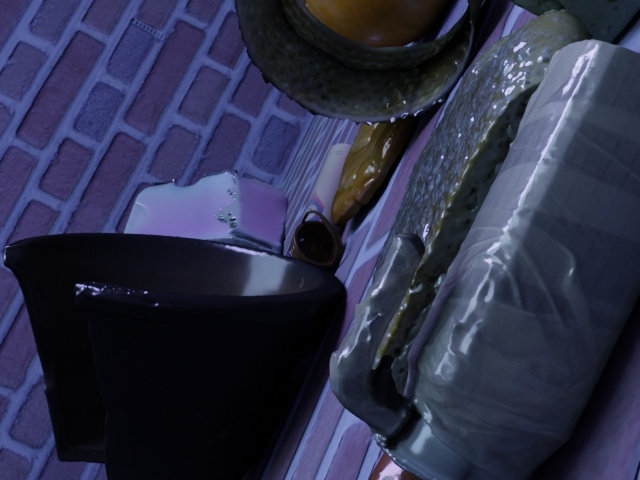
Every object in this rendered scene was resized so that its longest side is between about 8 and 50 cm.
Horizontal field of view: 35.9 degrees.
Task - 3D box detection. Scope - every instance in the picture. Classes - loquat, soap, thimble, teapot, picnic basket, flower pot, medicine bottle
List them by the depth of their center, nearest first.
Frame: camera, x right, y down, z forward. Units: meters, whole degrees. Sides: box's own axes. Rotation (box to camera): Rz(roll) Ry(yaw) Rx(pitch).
[{"bbox_3d":[0.083,0.012,0.431,0.200,0.107,0.077,-64,10,-2],"label":"teapot"},{"bbox_3d":[0.051,-0.279,1.094,0.271,0.271,0.150,-56,8,45],"label":"thimble"},{"bbox_3d":[-0.166,0.139,1.118,0.379,0.380,0.251,-116,31,-81],"label":"flower pot"},{"bbox_3d":[0.000,0.000,1.230,0.083,0.072,0.072,116,176,-56],"label":"picnic basket"},{"bbox_3d":[0.006,-0.036,1.350,0.059,0.059,0.230,-55,11,50],"label":"medicine bottle"},{"bbox_3d":[0.089,-0.399,1.420,0.263,0.263,0.263,-62,7,14],"label":"loquat"},{"bbox_3d":[-0.197,0.107,1.445,0.156,0.261,0.446,-75,11,-57],"label":"soap"}]

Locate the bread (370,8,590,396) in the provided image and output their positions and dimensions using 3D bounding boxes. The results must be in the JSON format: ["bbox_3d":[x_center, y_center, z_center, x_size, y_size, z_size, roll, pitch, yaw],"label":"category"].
[{"bbox_3d":[0.087,-0.022,0.658,0.207,0.056,0.286,-83,16,-73],"label":"bread"}]

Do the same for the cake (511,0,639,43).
[{"bbox_3d":[0.214,-0.226,0.657,0.235,0.099,0.100,-43,-10,-39],"label":"cake"}]

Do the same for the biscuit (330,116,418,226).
[{"bbox_3d":[0.071,-0.125,1.279,0.203,0.041,0.260,-59,10,32],"label":"biscuit"}]

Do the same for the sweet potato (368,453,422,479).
[{"bbox_3d":[0.068,0.088,0.515,0.214,0.050,0.050,-61,5,-31],"label":"sweet potato"}]
